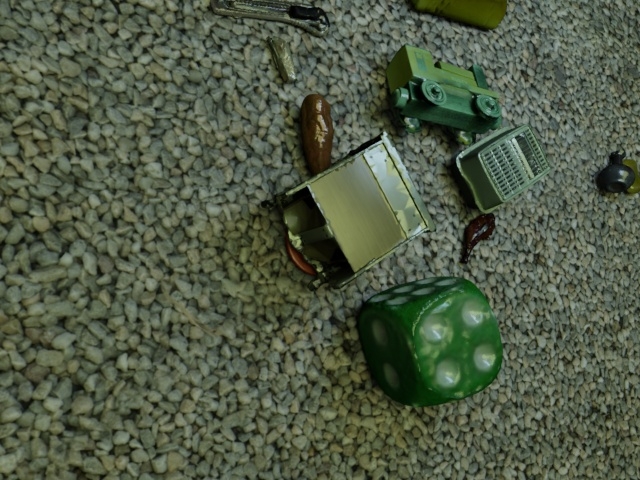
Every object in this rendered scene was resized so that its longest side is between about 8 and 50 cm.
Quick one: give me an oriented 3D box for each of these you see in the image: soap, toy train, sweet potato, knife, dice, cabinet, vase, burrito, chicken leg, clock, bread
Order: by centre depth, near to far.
[{"bbox_3d":[0.066,-0.063,1.298,0.318,0.227,0.289,-32,98,-20],"label":"cabinet"},{"bbox_3d":[0.299,0.271,1.380,0.298,0.287,0.299,-14,90,-21],"label":"dice"},{"bbox_3d":[0.000,0.000,1.412,0.206,0.051,0.205,3,82,-22],"label":"clock"},{"bbox_3d":[-0.006,-0.289,1.424,0.097,0.097,0.251,-8,96,-24],"label":"sweet potato"},{"bbox_3d":[-0.106,-0.523,1.435,0.055,0.041,0.149,-21,92,-10],"label":"burrito"},{"bbox_3d":[-0.135,-0.661,1.440,0.366,0.043,0.089,0,83,-22],"label":"knife"},{"bbox_3d":[0.389,-0.455,1.558,0.398,0.160,0.253,7,60,-23],"label":"toy train"},{"bbox_3d":[0.516,-0.014,1.636,0.205,0.053,0.093,-38,113,-18],"label":"chicken leg"},{"bbox_3d":[0.471,-0.834,1.679,0.384,0.112,0.166,4,82,-22],"label":"bread"},{"bbox_3d":[1.130,-0.270,1.896,0.120,0.120,0.182,32,59,-16],"label":"vase"},{"bbox_3d":[1.222,-0.252,1.962,0.089,0.045,0.139,-14,89,-21],"label":"soap"}]

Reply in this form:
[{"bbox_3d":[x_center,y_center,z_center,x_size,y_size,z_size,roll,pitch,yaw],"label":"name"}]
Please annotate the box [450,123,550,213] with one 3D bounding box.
[{"bbox_3d":[0.585,-0.237,1.624,0.291,0.166,0.220,-30,96,-23],"label":"box"}]
